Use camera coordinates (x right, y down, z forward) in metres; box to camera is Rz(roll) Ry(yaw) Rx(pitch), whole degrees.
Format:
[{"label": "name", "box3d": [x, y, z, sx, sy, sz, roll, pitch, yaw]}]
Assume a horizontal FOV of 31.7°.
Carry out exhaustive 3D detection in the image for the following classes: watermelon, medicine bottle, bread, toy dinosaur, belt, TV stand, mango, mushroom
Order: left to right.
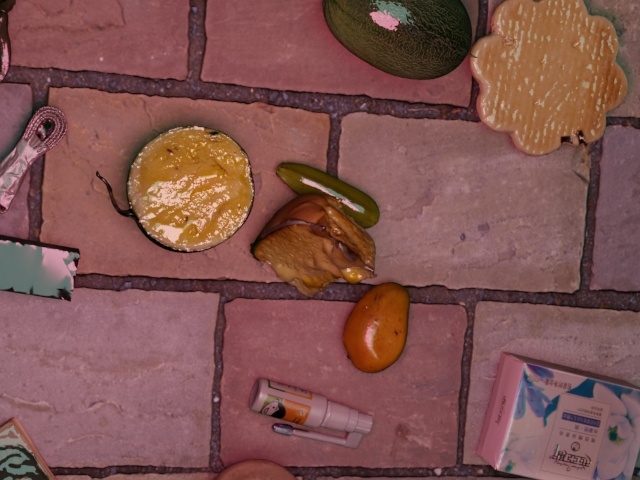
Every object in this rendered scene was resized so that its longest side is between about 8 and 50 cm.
[{"label": "toy dinosaur", "box3d": [-0.569, -0.349, 1.831, 0.187, 0.087, 0.179, 34, 123, 1]}, {"label": "TV stand", "box3d": [-0.533, 0.033, 1.839, 0.269, 0.083, 0.088, 10, 91, -15]}, {"label": "belt", "box3d": [-0.497, -0.123, 1.848, 0.071, 0.053, 0.232, 41, 84, -14]}, {"label": "watermelon", "box3d": [-0.225, -0.078, 1.877, 0.232, 0.127, 0.204, -32, 92, -13]}, {"label": "mushroom", "box3d": [-0.107, 0.480, 1.919, 0.204, 0.204, 0.204, -1, 95, -13]}, {"label": "medicine bottle", "box3d": [-0.020, 0.312, 2.001, 0.220, 0.061, 0.092, 17, 115, -14]}, {"label": "bread", "box3d": [0.006, -0.007, 1.899, 0.174, 0.251, 0.133, 40, 64, -12]}, {"label": "mango", "box3d": [0.099, 0.153, 1.996, 0.115, 0.089, 0.165, 9, 90, -15]}, {"label": "bread", "box3d": [0.410, -0.303, 2.048, 0.315, 0.054, 0.316, -1, 96, -13]}]

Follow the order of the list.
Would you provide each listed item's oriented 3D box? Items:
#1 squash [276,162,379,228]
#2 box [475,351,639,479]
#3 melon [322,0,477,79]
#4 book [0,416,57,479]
[{"label": "squash", "box3d": [0.013, -0.080, 1.969, 0.201, 0.066, 0.066, 27, 88, -8]}, {"label": "box", "box3d": [0.449, 0.339, 2.080, 0.274, 0.116, 0.203, 15, 92, -14]}, {"label": "melon", "box3d": [0.141, -0.370, 1.914, 0.287, 0.182, 0.182, 26, 89, -17]}, {"label": "book", "box3d": [-0.524, 0.519, 1.903, 0.260, 0.043, 0.371, -34, 102, -8]}]
